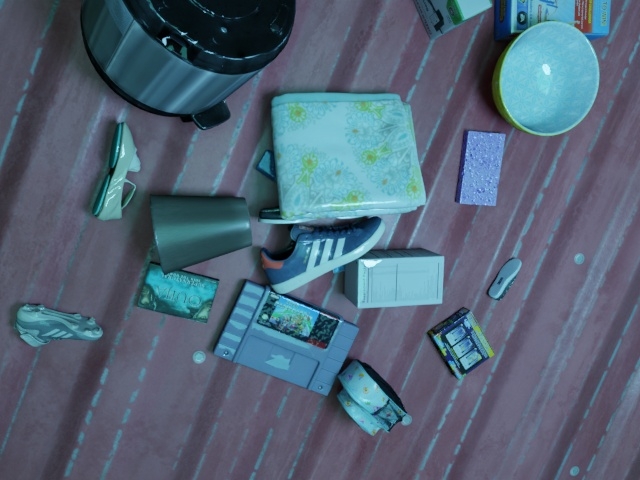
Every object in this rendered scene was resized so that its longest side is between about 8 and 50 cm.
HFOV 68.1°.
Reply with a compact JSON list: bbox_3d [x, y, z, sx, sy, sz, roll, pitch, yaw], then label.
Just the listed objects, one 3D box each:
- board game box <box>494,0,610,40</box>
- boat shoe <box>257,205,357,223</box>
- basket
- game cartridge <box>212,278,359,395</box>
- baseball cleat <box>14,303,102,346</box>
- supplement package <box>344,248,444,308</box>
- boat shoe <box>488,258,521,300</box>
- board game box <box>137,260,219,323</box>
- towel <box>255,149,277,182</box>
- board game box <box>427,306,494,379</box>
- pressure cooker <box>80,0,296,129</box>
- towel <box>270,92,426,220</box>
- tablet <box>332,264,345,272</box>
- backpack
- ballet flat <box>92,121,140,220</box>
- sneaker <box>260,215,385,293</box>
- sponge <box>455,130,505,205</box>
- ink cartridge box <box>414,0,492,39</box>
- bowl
[{"bbox_3d":[0.638,-0.715,1.300,0.302,0.086,0.308,-4,99,-11],"label":"board game box"},{"bbox_3d":[-0.021,-0.099,1.260,0.302,0.114,0.091,-8,101,-22],"label":"boat shoe"},{"bbox_3d":[-0.294,-0.030,1.195,0.227,0.154,0.204,-9,101,-13],"label":"basket"},{"bbox_3d":[-0.091,0.272,1.327,0.355,0.068,0.230,24,98,-14],"label":"game cartridge"},{"bbox_3d":[-0.667,0.230,1.209,0.206,0.072,0.109,23,107,-9],"label":"baseball cleat"},{"bbox_3d":[0.199,0.100,1.312,0.244,0.134,0.139,-1,99,-13],"label":"supplement package"},{"bbox_3d":[0.565,0.119,1.439,0.040,0.049,0.142,34,93,-33],"label":"boat shoe"},{"bbox_3d":[-0.378,0.141,1.264,0.186,0.026,0.126,16,95,-13],"label":"board game box"},{"bbox_3d":[-0.109,-0.187,1.265,0.119,0.029,0.067,32,91,-15],"label":"towel"},{"bbox_3d":[0.427,0.312,1.438,0.141,0.048,0.170,-33,103,-7],"label":"board game box"},{"bbox_3d":[-0.301,-0.469,1.001,0.375,0.420,0.370,17,74,-33],"label":"pressure cooker"},{"bbox_3d":[0.069,-0.220,1.205,0.374,0.090,0.320,-4,74,-10],"label":"towel"},{"bbox_3d":[0.053,0.048,1.345,0.054,0.006,0.083,-15,100,-8],"label":"tablet"},{"bbox_3d":[0.129,0.436,1.335,0.144,0.166,0.188,-35,111,-5],"label":"backpack"},{"bbox_3d":[-0.494,-0.165,1.176,0.086,0.086,0.248,18,96,-13],"label":"ballet flat"},{"bbox_3d":[0.000,0.000,1.258,0.350,0.131,0.148,-29,105,-3],"label":"sneaker"},{"bbox_3d":[0.463,-0.208,1.372,0.117,0.031,0.210,3,98,-12],"label":"sponge"},{"bbox_3d":[0.321,-0.613,1.192,0.087,0.208,0.153,-29,102,-2],"label":"ink cartridge box"},{"bbox_3d":[0.581,-0.428,1.297,0.289,0.156,0.289,-2,100,-11],"label":"bowl"}]
